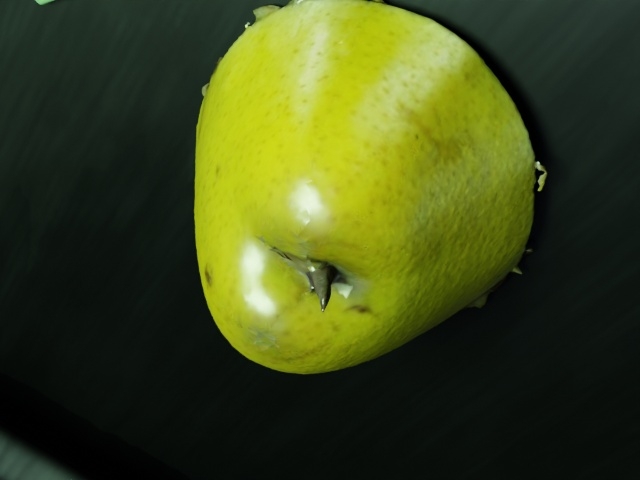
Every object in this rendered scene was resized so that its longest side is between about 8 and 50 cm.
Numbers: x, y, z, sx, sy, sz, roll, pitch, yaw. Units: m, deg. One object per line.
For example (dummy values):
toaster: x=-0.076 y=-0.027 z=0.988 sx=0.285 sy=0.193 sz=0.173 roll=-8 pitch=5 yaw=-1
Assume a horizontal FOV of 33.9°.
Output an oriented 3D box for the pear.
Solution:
pear: x=-0.001 y=-0.002 z=0.659 sx=0.267 sy=0.178 sz=0.266 roll=17 pitch=135 yaw=18

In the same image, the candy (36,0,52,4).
candy: x=-0.080 y=-0.176 z=0.628 sx=0.288 sy=0.084 sz=0.078 roll=-3 pitch=125 yaw=41
